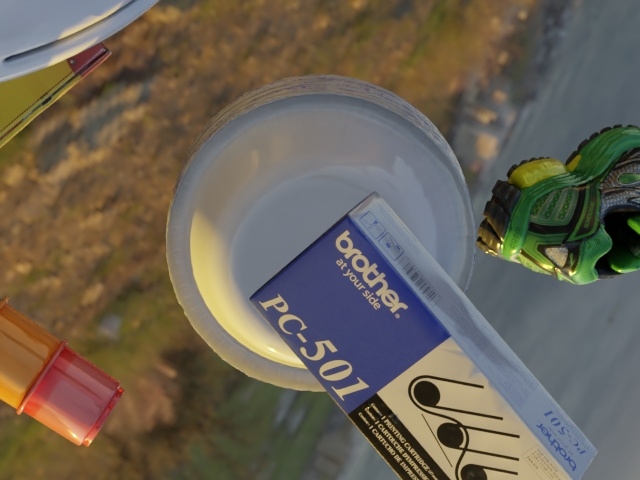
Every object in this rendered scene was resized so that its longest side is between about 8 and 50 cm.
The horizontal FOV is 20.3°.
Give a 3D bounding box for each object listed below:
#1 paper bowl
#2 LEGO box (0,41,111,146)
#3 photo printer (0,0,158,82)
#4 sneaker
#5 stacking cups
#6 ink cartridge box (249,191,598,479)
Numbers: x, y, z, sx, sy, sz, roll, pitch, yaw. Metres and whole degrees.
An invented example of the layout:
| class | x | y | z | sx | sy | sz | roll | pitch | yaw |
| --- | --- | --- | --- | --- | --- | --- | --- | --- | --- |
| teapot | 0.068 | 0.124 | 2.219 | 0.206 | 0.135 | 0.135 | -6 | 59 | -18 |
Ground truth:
| class | x | y | z | sx | sy | sz | roll | pitch | yaw |
| --- | --- | --- | --- | --- | --- | --- | --- | --- | --- |
| paper bowl | 0.000 | 0.000 | 1.625 | 0.148 | 0.284 | 0.284 | -90 | -159 | -73 |
| LEGO box | -0.598 | -0.228 | 2.388 | 0.500 | 0.372 | 0.193 | -43 | -169 | -21 |
| photo printer | -0.275 | -0.259 | 1.420 | 0.256 | 0.307 | 0.107 | -30 | 153 | -25 |
| sneaker | 0.305 | -0.020 | 1.870 | 0.343 | 0.146 | 0.134 | -23 | 138 | -50 |
| stacking cups | -0.307 | 0.057 | 1.488 | 0.096 | 0.316 | 0.096 | -57 | -173 | 10 |
| ink cartridge box | 0.061 | 0.081 | 1.077 | 0.097 | 0.207 | 0.046 | -41 | 179 | 33 |
